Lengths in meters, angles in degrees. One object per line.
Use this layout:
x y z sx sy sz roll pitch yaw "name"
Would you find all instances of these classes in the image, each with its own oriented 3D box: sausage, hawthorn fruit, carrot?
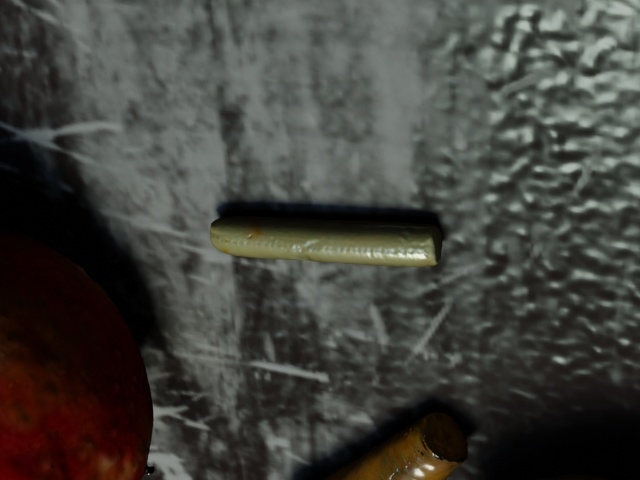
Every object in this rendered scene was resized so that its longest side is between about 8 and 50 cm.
0.000 0.000 0.916 0.132 0.024 0.024 2 132 24 "sausage"
-0.186 0.109 0.998 0.266 0.210 0.230 25 126 -17 "hawthorn fruit"
0.029 0.151 1.032 0.055 0.055 0.161 38 130 -11 "carrot"

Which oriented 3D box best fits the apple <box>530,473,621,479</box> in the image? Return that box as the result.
0.141 0.211 0.960 0.163 0.146 0.147 -26 110 20 "apple"
